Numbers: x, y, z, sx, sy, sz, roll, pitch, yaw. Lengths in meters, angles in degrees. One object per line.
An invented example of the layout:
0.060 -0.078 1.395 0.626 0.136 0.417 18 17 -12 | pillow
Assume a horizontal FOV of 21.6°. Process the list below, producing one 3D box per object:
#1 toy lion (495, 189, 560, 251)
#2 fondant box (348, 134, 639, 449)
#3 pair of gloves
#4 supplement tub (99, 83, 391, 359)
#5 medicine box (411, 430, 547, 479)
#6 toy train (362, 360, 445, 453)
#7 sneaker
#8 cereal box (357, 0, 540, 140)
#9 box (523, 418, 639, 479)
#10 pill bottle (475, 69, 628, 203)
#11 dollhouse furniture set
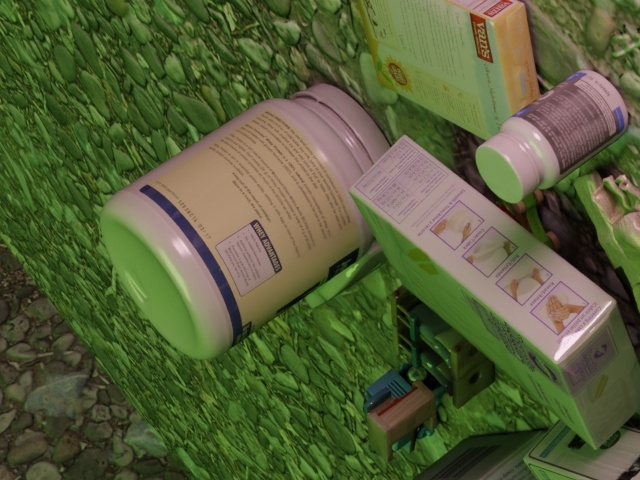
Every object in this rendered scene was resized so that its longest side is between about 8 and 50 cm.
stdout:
0.219 -0.023 1.855 0.096 0.034 0.100 33 150 60 | toy lion
0.197 0.057 1.846 0.330 0.096 0.238 40 170 33 | fondant box
0.309 0.027 1.607 0.204 0.042 0.240 59 179 -5 | pair of gloves
-0.080 -0.029 2.071 0.235 0.325 0.235 45 156 26 | supplement tub
0.267 0.413 2.218 0.289 0.149 0.263 56 159 -3 | medicine box
0.112 0.240 2.357 0.080 0.105 0.184 47 157 23 | toy train
-0.001 0.000 2.267 0.151 0.094 0.256 58 158 1 | sneaker
0.131 -0.202 1.752 0.240 0.047 0.173 33 150 44 | cereal box
0.375 0.298 1.875 0.169 0.087 0.290 54 160 -23 | box
0.218 -0.097 1.595 0.078 0.137 0.078 45 156 26 | pill bottle
0.111 0.156 2.128 0.129 0.183 0.129 42 155 32 | dollhouse furniture set
